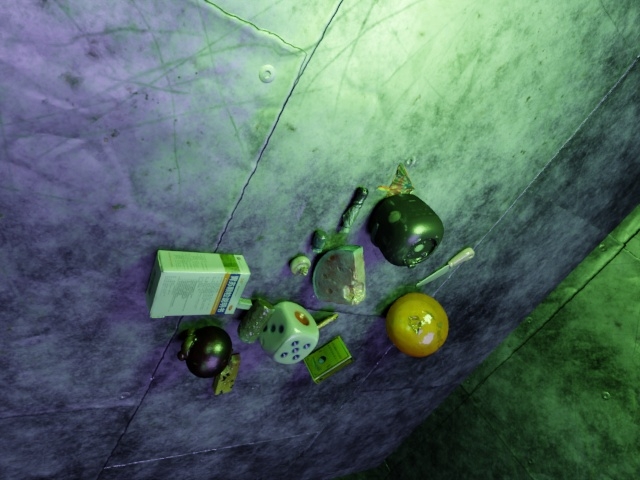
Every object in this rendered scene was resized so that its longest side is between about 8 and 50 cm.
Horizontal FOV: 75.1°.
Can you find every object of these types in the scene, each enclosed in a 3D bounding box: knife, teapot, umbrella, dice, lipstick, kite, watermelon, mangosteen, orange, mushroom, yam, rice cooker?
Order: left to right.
[{"bbox_3d":[-0.438,0.425,1.598,0.209,0.210,0.210,-17,135,-18],"label":"mangosteen"},{"bbox_3d":[-0.327,0.240,1.606,0.129,0.030,0.030,17,118,-40],"label":"lipstick"},{"bbox_3d":[-0.255,0.313,1.664,0.107,0.107,0.183,18,116,-41],"label":"yam"},{"bbox_3d":[-0.135,0.385,1.738,0.194,0.193,0.192,25,114,-45],"label":"dice"},{"bbox_3d":[-0.074,0.107,1.604,0.085,0.079,0.085,-20,138,-19],"label":"mushroom"},{"bbox_3d":[-0.004,-0.001,1.581,0.049,0.064,0.083,17,126,-4],"label":"teapot"},{"bbox_3d":[0.108,0.135,1.657,0.148,0.226,0.319,-29,158,-46],"label":"watermelon"},{"bbox_3d":[0.125,-0.114,1.554,0.046,0.050,0.189,-15,138,-49],"label":"umbrella"},{"bbox_3d":[0.291,-0.188,1.609,0.183,0.014,0.241,1,128,-31],"label":"kite"},{"bbox_3d":[0.335,-0.032,1.617,0.266,0.225,0.267,-19,143,-15],"label":"rice cooker"},{"bbox_3d":[0.477,0.417,2.067,0.311,0.312,0.312,-17,135,-18],"label":"orange"},{"bbox_3d":[0.630,0.143,2.116,0.335,0.043,0.081,-34,145,9],"label":"knife"}]

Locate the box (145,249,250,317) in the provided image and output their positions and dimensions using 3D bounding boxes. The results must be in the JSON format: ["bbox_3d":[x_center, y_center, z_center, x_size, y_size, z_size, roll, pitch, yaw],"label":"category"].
[{"bbox_3d":[-0.416,0.148,1.413,0.299,0.106,0.200,4,126,-36],"label":"box"}]

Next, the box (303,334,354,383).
[{"bbox_3d":[0.038,0.592,2.072,0.219,0.141,0.064,-32,138,-2],"label":"box"}]

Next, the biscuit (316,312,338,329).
[{"bbox_3d":[-0.023,0.399,1.894,0.247,0.029,0.118,-31,176,-15],"label":"biscuit"}]

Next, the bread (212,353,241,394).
[{"bbox_3d":[-0.420,0.601,1.866,0.087,0.049,0.226,-1,128,-31],"label":"bread"}]
